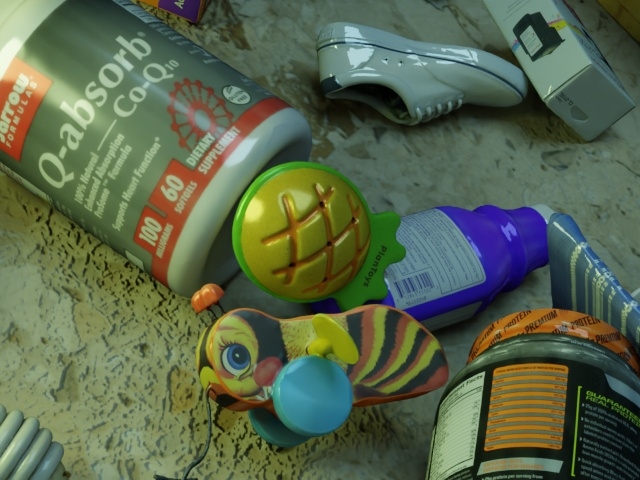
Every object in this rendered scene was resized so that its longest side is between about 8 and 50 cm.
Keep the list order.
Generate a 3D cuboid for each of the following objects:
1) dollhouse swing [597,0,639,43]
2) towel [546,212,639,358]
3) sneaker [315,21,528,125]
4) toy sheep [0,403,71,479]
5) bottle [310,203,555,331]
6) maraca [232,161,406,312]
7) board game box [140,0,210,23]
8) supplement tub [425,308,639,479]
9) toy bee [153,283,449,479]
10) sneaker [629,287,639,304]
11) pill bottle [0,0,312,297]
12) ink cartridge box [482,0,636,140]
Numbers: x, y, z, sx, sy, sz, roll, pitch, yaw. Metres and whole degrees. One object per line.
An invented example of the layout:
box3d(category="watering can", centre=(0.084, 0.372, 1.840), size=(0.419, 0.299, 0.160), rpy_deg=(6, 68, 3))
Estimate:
box3d(category="dollhouse swing", centre=(0.490, -0.399, 2.081), size=(0.315, 0.305, 0.347), rpy_deg=(-17, 55, -33))
box3d(category="towel", centre=(0.327, 0.135, 1.559), size=(0.040, 0.243, 0.336), rpy_deg=(-36, 64, -7))
box3d(category="sneaker", centre=(0.112, -0.172, 1.882), size=(0.258, 0.094, 0.091), rpy_deg=(10, 73, -17))
box3d(category="toy sheep", centre=(-0.264, 0.181, 1.381), size=(0.132, 0.091, 0.091), rpy_deg=(37, 43, -11))
box3d(category="bottle", centre=(0.122, 0.025, 1.676), size=(0.283, 0.092, 0.118), rpy_deg=(-17, 61, -34))
box3d(category="maraca", centre=(0.000, 0.000, 1.512), size=(0.186, 0.127, 0.099), rpy_deg=(25, 3, -33))
box3d(category="board game box", centre=(-0.209, -0.538, 1.857), size=(0.356, 0.356, 0.356), rpy_deg=(23, 55, 1))
box3d(category="supplement tub", centre=(0.189, 0.232, 1.420), size=(0.207, 0.207, 0.338), rpy_deg=(19, 44, -4))
box3d(category="toy bee", centre=(-0.037, 0.103, 1.458), size=(0.298, 0.195, 0.162), rpy_deg=(-16, 83, -44))
box3d(category="sneaker", centre=(0.408, 0.150, 1.658), size=(0.281, 0.105, 0.115), rpy_deg=(42, 47, 19))
box3d(category="pill bottle", centre=(-0.208, -0.123, 1.606), size=(0.363, 0.210, 0.210), rpy_deg=(33, 45, 12))
box3d(category="ink cartridge box", centre=(0.280, -0.218, 1.948), size=(0.127, 0.072, 0.175), rpy_deg=(31, 27, -50))
